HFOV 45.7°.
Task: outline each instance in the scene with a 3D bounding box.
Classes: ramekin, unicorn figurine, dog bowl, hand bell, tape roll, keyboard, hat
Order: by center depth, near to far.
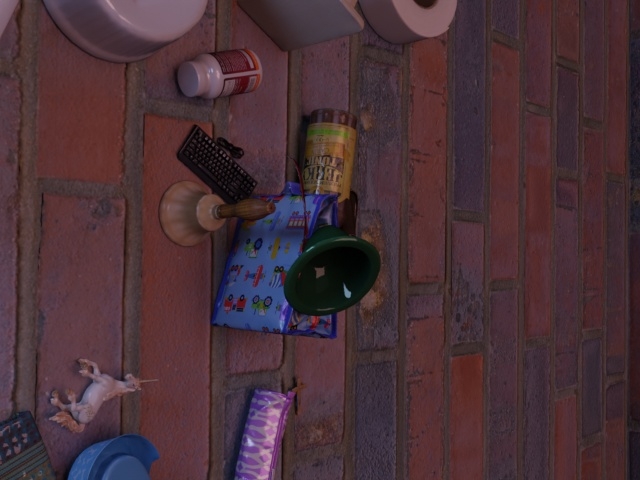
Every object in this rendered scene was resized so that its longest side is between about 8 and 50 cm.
[{"bbox_3d":[-0.319,-0.449,1.278,0.277,0.135,0.277,1,89,-45],"label":"ramekin"},{"bbox_3d":[-0.375,0.253,1.278,0.162,0.060,0.111,-47,123,-16],"label":"unicorn figurine"},{"bbox_3d":[-0.324,0.466,1.291,0.166,0.074,0.297,-47,121,-49],"label":"dog bowl"},{"bbox_3d":[-0.166,-0.051,1.351,0.126,0.242,0.126,0,90,-46],"label":"hand bell"},{"bbox_3d":[0.000,0.000,1.357,0.173,0.183,0.208,10,125,-30],"label":"hat"},{"bbox_3d":[-0.191,-0.151,1.483,0.180,0.023,0.108,44,60,-36],"label":"keyboard"},{"bbox_3d":[0.211,-0.622,1.834,0.286,0.100,0.286,1,88,-45],"label":"tape roll"}]

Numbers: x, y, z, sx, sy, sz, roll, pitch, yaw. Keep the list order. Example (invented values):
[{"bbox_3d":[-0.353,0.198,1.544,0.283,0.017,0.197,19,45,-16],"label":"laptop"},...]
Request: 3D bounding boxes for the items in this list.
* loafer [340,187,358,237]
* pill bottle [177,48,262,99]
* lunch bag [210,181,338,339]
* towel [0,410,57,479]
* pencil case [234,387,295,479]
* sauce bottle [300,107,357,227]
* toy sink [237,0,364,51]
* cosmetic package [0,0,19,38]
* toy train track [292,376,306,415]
[{"bbox_3d":[0.055,-0.016,1.687,0.080,0.078,0.220,18,77,-44],"label":"loafer"},{"bbox_3d":[-0.191,-0.314,1.439,0.152,0.086,0.086,-21,104,-43],"label":"pill bottle"},{"bbox_3d":[-0.077,0.031,1.454,0.138,0.221,0.293,12,81,-45],"label":"lunch bag"},{"bbox_3d":[-0.503,0.484,1.157,0.271,0.040,0.370,-27,106,-43],"label":"towel"},{"bbox_3d":[-0.112,0.397,1.512,0.086,0.088,0.206,22,73,-45],"label":"pencil case"},{"bbox_3d":[0.011,-0.105,1.621,0.111,0.111,0.344,13,79,-44],"label":"sauce bottle"},{"bbox_3d":[-0.019,-0.493,1.509,0.153,0.234,0.131,39,63,-37],"label":"toy sink"},{"bbox_3d":[-0.544,-0.253,1.009,0.155,0.197,0.365,30,67,-40],"label":"cosmetic package"},{"bbox_3d":[-0.050,0.332,1.627,0.048,0.014,0.083,-11,103,-52],"label":"toy train track"}]
